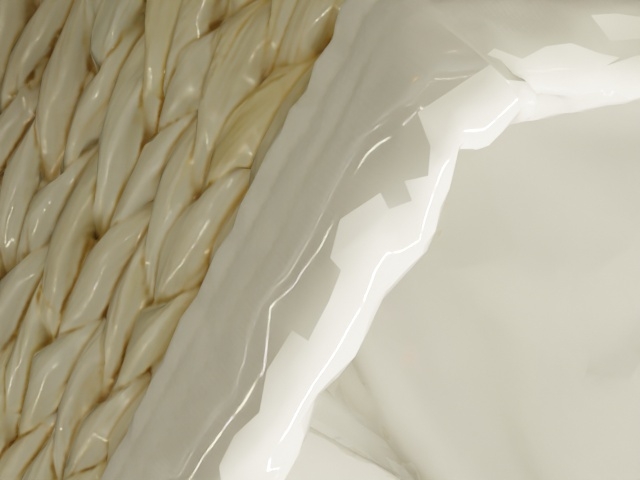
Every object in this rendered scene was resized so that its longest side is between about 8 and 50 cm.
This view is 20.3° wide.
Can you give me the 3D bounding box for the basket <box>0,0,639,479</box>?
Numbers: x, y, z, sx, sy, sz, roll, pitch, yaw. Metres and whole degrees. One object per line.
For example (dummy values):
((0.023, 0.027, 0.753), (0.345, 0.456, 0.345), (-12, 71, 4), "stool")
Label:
((0.000, 0.000, 0.588), (0.328, 0.266, 0.331), (-7, 133, -46), "basket")
